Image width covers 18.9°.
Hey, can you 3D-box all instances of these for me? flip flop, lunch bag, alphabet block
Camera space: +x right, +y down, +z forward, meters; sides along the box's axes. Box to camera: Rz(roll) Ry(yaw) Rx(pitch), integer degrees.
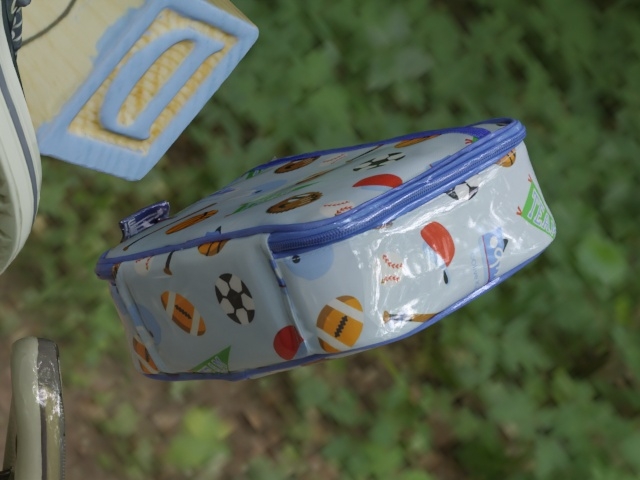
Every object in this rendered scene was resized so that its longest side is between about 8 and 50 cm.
[{"bbox_3d":[-0.200,0.188,1.145,0.080,0.277,0.112,2,21,-17],"label":"flip flop"},{"bbox_3d":[0.000,0.000,1.334,0.303,0.243,0.115,-6,-70,50],"label":"lunch bag"},{"bbox_3d":[-0.209,-0.194,1.704,0.197,0.192,0.193,44,9,22],"label":"alphabet block"}]

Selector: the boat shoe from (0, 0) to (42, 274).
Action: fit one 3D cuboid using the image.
[{"bbox_3d":[-0.230,-0.113,0.970,0.500,0.186,0.156,105,-11,-58],"label":"boat shoe"}]
